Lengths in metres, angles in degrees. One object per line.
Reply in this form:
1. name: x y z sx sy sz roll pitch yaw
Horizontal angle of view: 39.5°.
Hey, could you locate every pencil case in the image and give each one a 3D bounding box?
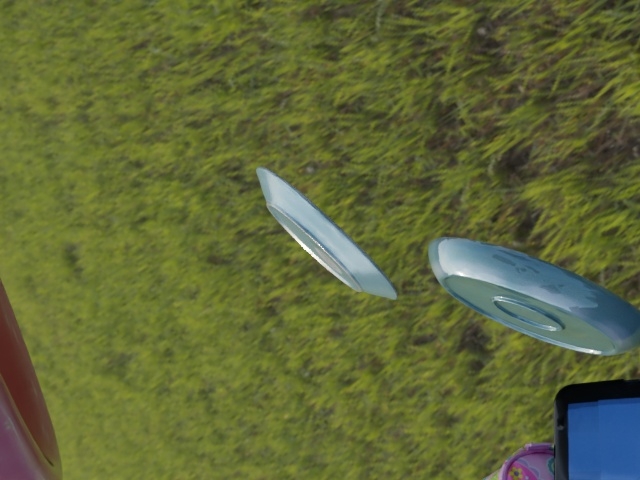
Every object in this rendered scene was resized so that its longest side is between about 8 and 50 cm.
1. pencil case: 0.284 0.363 1.249 0.124 0.124 0.284 46 163 18

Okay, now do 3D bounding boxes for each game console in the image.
1. game console: 0.381 0.254 1.009 0.173 0.293 0.250 8 144 2

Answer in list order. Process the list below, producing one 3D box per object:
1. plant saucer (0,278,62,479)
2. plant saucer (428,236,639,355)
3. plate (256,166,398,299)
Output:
1. plant saucer: -0.252 0.010 0.534 0.332 0.084 0.332 57 160 35
2. plant saucer: 0.285 0.085 1.203 0.318 0.043 0.317 25 170 5
3. plate: 0.000 0.000 0.877 0.188 0.024 0.188 42 173 6
